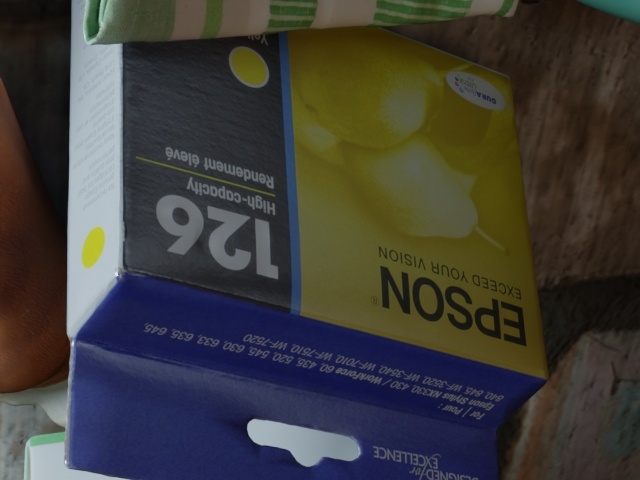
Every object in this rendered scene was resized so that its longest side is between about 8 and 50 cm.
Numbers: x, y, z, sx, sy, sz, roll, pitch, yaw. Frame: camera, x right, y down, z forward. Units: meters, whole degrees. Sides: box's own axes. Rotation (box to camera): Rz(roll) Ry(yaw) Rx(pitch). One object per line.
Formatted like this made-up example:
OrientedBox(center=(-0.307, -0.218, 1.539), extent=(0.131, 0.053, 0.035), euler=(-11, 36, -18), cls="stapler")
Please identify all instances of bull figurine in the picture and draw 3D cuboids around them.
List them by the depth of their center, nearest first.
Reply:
OrientedBox(center=(-0.213, 0.029, 0.883), extent=(0.188, 0.101, 0.310), euler=(-25, 127, -9), cls="bull figurine")

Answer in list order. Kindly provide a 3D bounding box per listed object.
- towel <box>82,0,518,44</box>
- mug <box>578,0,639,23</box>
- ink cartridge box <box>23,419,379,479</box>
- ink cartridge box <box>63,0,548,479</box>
OrientedBox(center=(0.026, -0.231, 0.829), extent=(0.325, 0.038, 0.248), euler=(-11, 124, -42), cls="towel")
OrientedBox(center=(0.203, -0.202, 0.948), extent=(0.129, 0.097, 0.158), euler=(-62, 156, -9), cls="mug")
OrientedBox(center=(-0.065, 0.228, 0.980), extent=(0.211, 0.121, 0.289), euler=(-8, 147, -4), cls="ink cartridge box")
OrientedBox(center=(0.000, 0.000, 0.863), extent=(0.304, 0.307, 0.072), euler=(16, 145, -34), cls="ink cartridge box")
